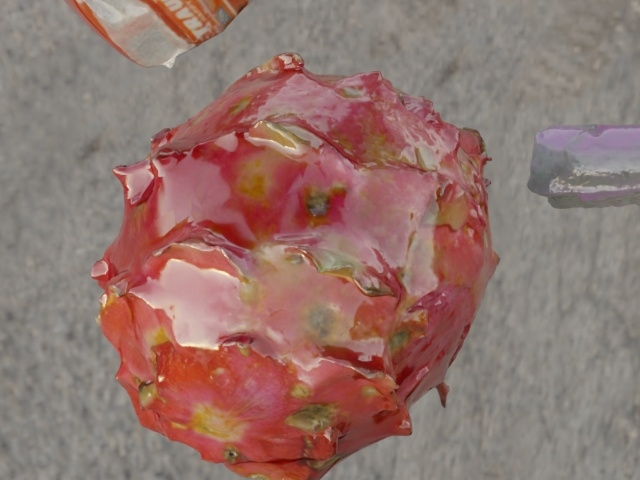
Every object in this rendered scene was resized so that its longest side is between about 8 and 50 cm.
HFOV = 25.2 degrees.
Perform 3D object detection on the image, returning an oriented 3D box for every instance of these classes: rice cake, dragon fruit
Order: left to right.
[{"bbox_3d":[0.000,0.000,0.756,0.210,0.205,0.268,40,48,15],"label":"dragon fruit"},{"bbox_3d":[0.255,-0.050,0.828,0.270,0.049,0.055,-2,79,19],"label":"rice cake"}]

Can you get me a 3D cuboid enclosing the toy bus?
[{"bbox_3d":[-0.090,-0.138,0.635,0.077,0.079,0.174,-42,40,1],"label":"toy bus"}]
